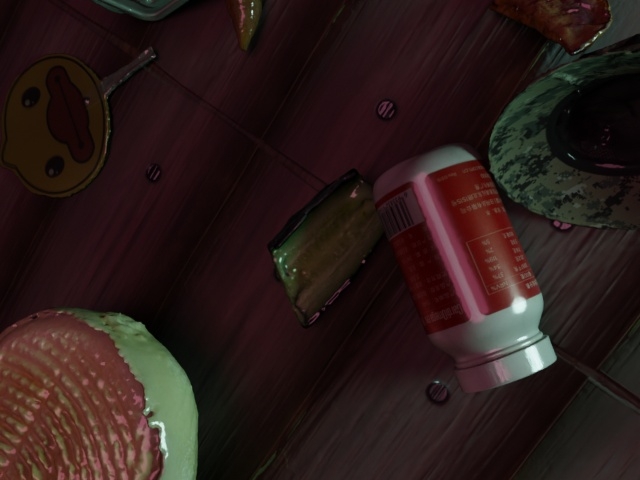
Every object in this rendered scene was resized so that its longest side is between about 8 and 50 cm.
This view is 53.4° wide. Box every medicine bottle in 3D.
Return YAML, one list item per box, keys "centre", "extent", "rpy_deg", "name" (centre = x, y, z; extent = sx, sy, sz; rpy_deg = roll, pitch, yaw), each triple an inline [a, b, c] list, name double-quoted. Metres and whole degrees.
- centre: [0.156, 0.028, 0.694]
  extent: [0.131, 0.131, 0.250]
  rpy_deg: [-24, 81, 19]
  name: "medicine bottle"

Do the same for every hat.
- centre: [0.303, -0.124, 0.629]
  extent: [0.265, 0.265, 0.128]
  rpy_deg: [8, 55, 21]
  name: "hat"

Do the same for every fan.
- centre: [-0.376, -0.195, 0.970]
  extent: [0.335, 0.011, 0.229]
  rpy_deg: [-27, 79, 20]
  name: "fan"

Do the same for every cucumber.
- centre: [0.000, 0.000, 0.784]
  extent: [0.115, 0.086, 0.193]
  rpy_deg: [37, 104, -27]
  name: "cucumber"

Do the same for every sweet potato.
- centre: [-0.099, -0.361, 0.846]
  extent: [0.065, 0.051, 0.218]
  rpy_deg: [-6, 87, 17]
  name: "sweet potato"

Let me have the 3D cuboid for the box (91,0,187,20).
- centre: [-0.217, -0.407, 0.816]
  extent: [0.243, 0.163, 0.135]
  rpy_deg: [-13, 73, 43]
  name: "box"

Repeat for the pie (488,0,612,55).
- centre: [0.254, -0.248, 0.685]
  extent: [0.092, 0.034, 0.170]
  rpy_deg: [-27, 42, -6]
  name: "pie"

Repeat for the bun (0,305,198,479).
- centre: [-0.292, 0.263, 0.823]
  extent: [0.364, 0.202, 0.364]
  rpy_deg: [-4, 80, 25]
  name: "bun"
